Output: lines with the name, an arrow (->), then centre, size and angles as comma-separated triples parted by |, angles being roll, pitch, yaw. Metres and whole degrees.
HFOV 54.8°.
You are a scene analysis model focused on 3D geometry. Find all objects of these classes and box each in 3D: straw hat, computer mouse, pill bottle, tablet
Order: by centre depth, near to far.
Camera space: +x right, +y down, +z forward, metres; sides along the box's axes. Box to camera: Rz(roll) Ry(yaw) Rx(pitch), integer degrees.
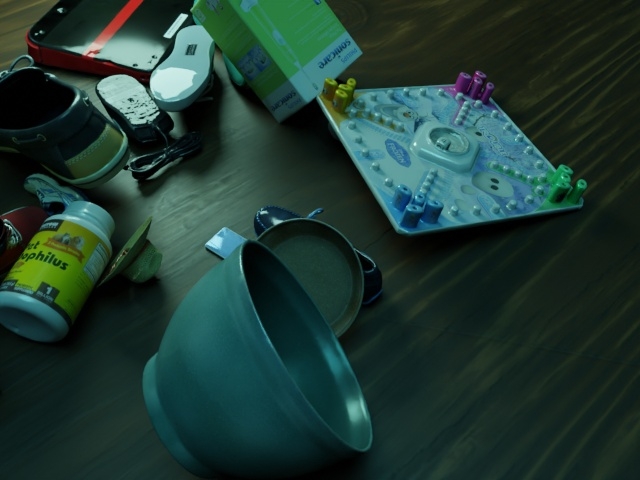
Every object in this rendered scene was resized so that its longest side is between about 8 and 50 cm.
pill bottle -> -0.405, 0.042, 0.963 | 0.117, 0.117, 0.215 | 9, 50, 8
straw hat -> -0.293, 0.034, 1.001 | 0.061, 0.144, 0.144 | 39, 51, -17
tablet -> -0.152, 0.012, 1.060 | 0.083, 0.006, 0.054 | 29, 56, 23
computer mouse -> -0.378, -0.216, 1.221 | 0.262, 0.060, 0.184 | 40, 56, 15

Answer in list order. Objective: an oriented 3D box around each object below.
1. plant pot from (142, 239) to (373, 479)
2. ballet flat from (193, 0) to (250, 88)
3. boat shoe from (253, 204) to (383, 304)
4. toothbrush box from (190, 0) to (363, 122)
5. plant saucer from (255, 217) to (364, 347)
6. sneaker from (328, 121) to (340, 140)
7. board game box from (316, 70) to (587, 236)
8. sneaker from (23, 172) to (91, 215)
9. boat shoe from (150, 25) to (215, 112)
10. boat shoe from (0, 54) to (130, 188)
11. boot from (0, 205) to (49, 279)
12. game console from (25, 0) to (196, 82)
plant pot -> -0.093, 0.174, 0.773 | 0.196, 0.293, 0.293 | -32, 53, 8
ballet flat -> -0.180, -0.459, 1.406 | 0.124, 0.116, 0.342 | -7, 43, -31
boat shoe -> 0.000, 0.000, 1.015 | 0.258, 0.089, 0.109 | 27, 55, 20
toothbrush box -> -0.083, -0.421, 1.250 | 0.283, 0.122, 0.206 | 49, 57, -13
plant saucer -> -0.027, 0.066, 0.941 | 0.198, 0.036, 0.199 | -1, 86, 17
sneaker -> 0.094, -0.216, 1.218 | 0.157, 0.061, 0.065 | 28, 49, 21
board game box -> 0.238, -0.186, 1.146 | 0.389, 0.050, 0.390 | -9, 49, -22
sneaker -> -0.486, -0.078, 1.109 | 0.135, 0.052, 0.058 | 18, 59, 17
boat shoe -> -0.277, -0.336, 1.286 | 0.113, 0.105, 0.306 | -1, 43, -3
boat shoe -> -0.553, -0.247, 1.147 | 0.500, 0.156, 0.187 | 26, 67, 33
boot -> -0.480, -0.008, 0.945 | 0.088, 0.176, 0.244 | 46, 35, -10
game console -> -0.476, -0.526, 1.490 | 0.341, 0.060, 0.387 | 15, 52, 6
